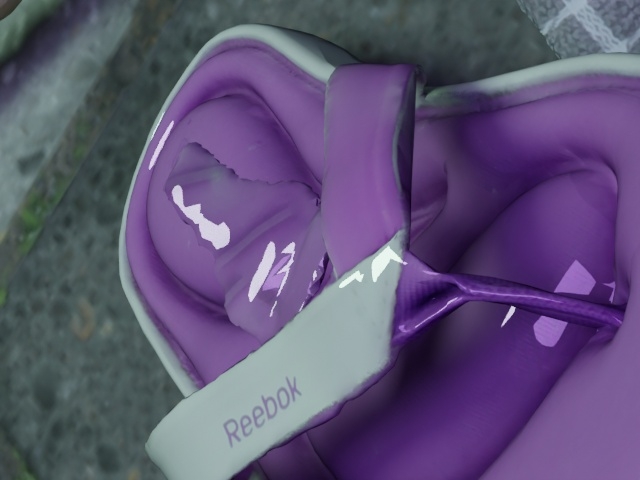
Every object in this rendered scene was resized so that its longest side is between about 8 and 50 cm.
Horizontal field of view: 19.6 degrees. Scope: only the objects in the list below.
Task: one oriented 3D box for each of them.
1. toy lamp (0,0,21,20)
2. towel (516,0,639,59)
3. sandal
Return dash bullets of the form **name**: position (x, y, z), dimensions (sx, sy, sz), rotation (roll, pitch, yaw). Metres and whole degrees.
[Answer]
- **toy lamp**: position (-0.139, -0.098, 0.757), dimensions (0.275, 0.080, 0.080), rotation (-44, 61, 26)
- **towel**: position (0.112, -0.183, 0.509), dimensions (0.235, 0.121, 0.283), rotation (-39, 84, 25)
- **sandal**: position (-0.005, 0.015, 0.519), dimensions (0.416, 0.102, 0.169), rotation (20, 93, 67)
